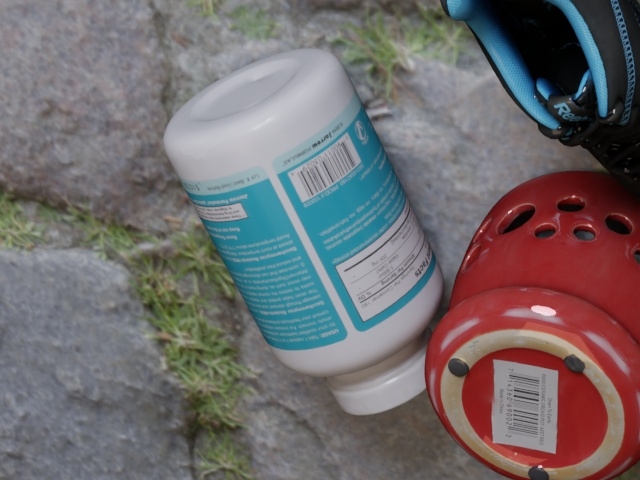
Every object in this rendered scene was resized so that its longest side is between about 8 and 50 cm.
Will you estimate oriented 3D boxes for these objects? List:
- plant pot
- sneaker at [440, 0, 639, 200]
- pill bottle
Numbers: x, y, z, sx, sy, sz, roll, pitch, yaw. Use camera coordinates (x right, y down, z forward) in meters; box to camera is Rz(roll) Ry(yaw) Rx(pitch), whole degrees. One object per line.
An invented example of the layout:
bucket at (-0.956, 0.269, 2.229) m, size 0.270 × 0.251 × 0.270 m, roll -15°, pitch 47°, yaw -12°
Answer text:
plant pot at (0.179, 0.071, 1.255) m, size 0.191 × 0.174 × 0.191 m, roll 11°, pitch 126°, yaw 16°
sneaker at (0.183, -0.095, 1.135) m, size 0.125 × 0.139 × 0.341 m, roll -24°, pitch 123°, yaw 38°
pill bottle at (0.000, 0.000, 1.308) m, size 0.146 × 0.146 × 0.264 m, roll -12°, pitch 116°, yaw 32°
